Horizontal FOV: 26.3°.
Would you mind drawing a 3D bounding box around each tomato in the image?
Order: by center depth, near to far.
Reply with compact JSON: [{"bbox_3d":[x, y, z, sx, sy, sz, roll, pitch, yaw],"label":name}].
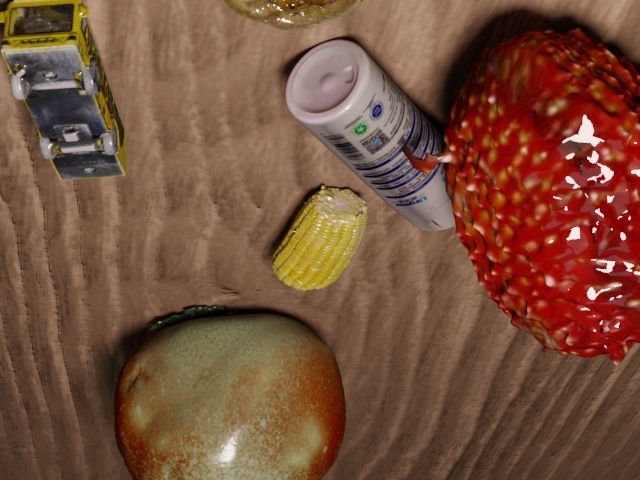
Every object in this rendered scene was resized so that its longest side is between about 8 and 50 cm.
[{"bbox_3d":[-0.123,0.220,1.763,0.303,0.303,0.239,-9,135,13],"label":"tomato"}]

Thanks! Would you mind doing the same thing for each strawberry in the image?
[{"bbox_3d":[0.227,-0.049,1.313,0.292,0.292,0.343,-27,125,37],"label":"strawberry"}]

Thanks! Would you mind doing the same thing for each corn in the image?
[{"bbox_3d":[0.000,0.000,1.559,0.085,0.063,0.165,26,146,0],"label":"corn"}]

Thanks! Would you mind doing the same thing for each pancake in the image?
[{"bbox_3d":[-0.029,-0.225,1.186,0.139,0.022,0.139,-1,151,0],"label":"pancake"}]

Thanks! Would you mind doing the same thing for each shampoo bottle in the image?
[{"bbox_3d":[0.079,-0.088,1.375,0.092,0.092,0.303,-17,149,25],"label":"shampoo bottle"}]

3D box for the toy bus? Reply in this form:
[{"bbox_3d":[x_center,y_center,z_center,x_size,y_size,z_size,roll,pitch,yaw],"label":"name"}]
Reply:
[{"bbox_3d":[-0.233,-0.134,1.284,0.081,0.074,0.226,-3,152,4],"label":"toy bus"}]
